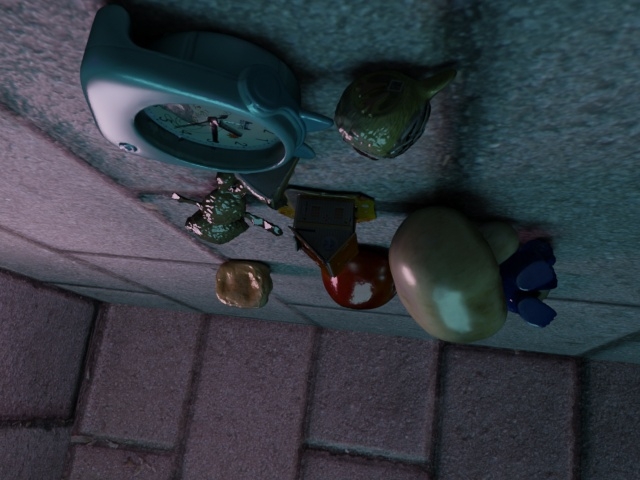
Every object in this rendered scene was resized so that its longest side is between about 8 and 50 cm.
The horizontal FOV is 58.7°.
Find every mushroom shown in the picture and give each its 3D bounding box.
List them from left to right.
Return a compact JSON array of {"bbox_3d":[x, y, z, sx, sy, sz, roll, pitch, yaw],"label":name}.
[{"bbox_3d":[0.252,0.048,1.016,0.234,0.254,0.260,-28,172,-8],"label":"mushroom"}]

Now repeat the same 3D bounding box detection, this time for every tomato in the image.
[{"bbox_3d":[0.096,0.104,1.420,0.200,0.139,0.233,8,167,26],"label":"tomato"}]

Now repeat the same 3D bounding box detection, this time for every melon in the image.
[{"bbox_3d":[-0.080,-0.122,0.828,0.139,0.093,0.202,37,-168,-5],"label":"melon"}]

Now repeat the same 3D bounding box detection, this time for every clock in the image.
[{"bbox_3d":[-0.126,-0.157,0.672,0.274,0.094,0.223,9,166,-12],"label":"clock"}]

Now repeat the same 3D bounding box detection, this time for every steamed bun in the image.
[{"bbox_3d":[-0.214,0.133,1.737,0.172,0.140,0.155,6,179,19],"label":"steamed bun"}]

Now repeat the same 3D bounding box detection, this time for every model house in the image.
[{"bbox_3d":[0.000,0.000,1.092,0.207,0.135,0.219,5,165,5],"label":"model house"}]

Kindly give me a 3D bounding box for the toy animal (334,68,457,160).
[{"bbox_3d":[0.085,-0.140,0.631,0.137,0.098,0.098,-17,160,8],"label":"toy animal"}]

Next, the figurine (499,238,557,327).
[{"bbox_3d":[0.399,0.076,1.127,0.121,0.164,0.262,10,179,15],"label":"figurine"}]

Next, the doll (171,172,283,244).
[{"bbox_3d":[-0.185,-0.069,1.053,0.203,0.091,0.286,-4,161,8],"label":"doll"}]
